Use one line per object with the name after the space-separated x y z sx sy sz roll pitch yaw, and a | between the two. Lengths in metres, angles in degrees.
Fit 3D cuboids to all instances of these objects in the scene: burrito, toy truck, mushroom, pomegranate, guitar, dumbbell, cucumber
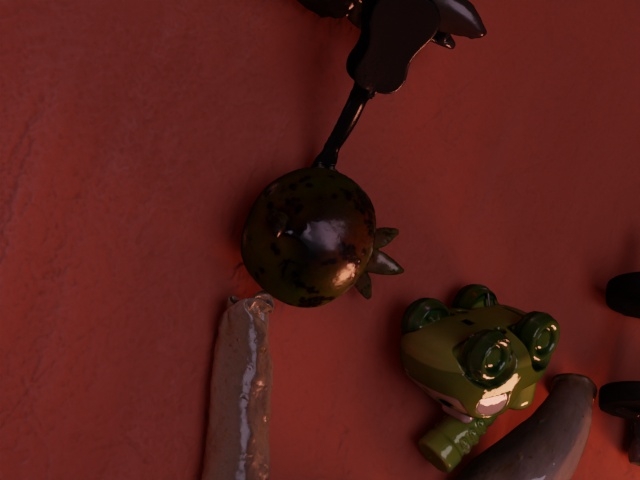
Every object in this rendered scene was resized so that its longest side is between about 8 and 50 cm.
-0.088 0.191 1.289 0.082 0.059 0.275 4 88 -37 | burrito
0.193 0.159 1.413 0.187 0.148 0.211 -29 125 -31 | toy truck
0.274 0.269 1.467 0.270 0.118 0.103 -42 108 -22 | mushroom
0.013 0.005 1.296 0.220 0.156 0.156 20 80 -33 | pomegranate
0.044 -0.157 1.287 0.084 0.038 0.271 13 122 -24 | guitar
0.443 0.143 1.534 0.143 0.143 0.325 19 70 -29 | dumbbell
0.458 0.258 1.607 0.064 0.064 0.112 13 81 -30 | cucumber

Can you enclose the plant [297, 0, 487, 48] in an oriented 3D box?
0.052 -0.326 1.302 0.320 0.181 0.194 20 80 -24 | plant
